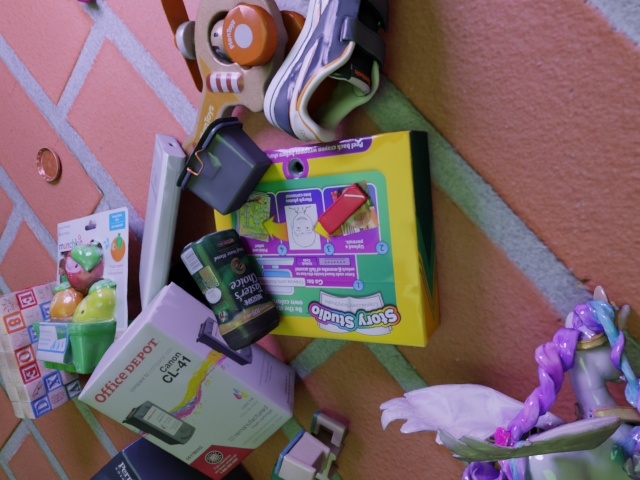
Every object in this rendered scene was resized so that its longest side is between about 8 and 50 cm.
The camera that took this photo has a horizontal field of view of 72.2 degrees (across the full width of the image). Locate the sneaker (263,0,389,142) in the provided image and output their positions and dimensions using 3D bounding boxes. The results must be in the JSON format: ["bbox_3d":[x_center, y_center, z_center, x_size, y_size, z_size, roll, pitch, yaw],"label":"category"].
[{"bbox_3d":[0.042,-0.288,0.622,0.127,0.126,0.321,38,109,37],"label":"sneaker"}]

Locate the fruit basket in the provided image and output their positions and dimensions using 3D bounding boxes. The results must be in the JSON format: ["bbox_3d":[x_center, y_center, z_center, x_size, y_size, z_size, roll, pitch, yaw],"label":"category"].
[{"bbox_3d":[-0.538,0.117,0.994,0.326,0.165,0.354,-6,89,36],"label":"fruit basket"}]

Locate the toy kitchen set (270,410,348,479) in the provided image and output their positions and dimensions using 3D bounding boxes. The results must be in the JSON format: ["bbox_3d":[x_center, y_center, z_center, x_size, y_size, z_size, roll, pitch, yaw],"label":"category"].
[{"bbox_3d":[-0.050,0.428,0.809,0.122,0.166,0.207,20,108,22],"label":"toy kitchen set"}]

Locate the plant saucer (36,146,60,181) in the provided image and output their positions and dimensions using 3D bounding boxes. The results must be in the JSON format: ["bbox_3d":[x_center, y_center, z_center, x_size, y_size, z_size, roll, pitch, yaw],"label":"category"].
[{"bbox_3d":[-0.672,-0.189,1.087,0.083,0.013,0.084,6,102,27],"label":"plant saucer"}]

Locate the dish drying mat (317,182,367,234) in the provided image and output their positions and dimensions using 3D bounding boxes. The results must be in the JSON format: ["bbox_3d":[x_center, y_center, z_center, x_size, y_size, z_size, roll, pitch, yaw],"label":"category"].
[{"bbox_3d":[0.031,-0.045,0.640,0.083,0.008,0.032,-44,82,27],"label":"dish drying mat"}]

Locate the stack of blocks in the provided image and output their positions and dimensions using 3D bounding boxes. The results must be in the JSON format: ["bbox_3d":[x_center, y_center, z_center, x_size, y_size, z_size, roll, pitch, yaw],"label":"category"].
[{"bbox_3d":[-0.700,0.265,1.103,0.087,0.171,0.298,-10,96,28],"label":"stack of blocks"}]

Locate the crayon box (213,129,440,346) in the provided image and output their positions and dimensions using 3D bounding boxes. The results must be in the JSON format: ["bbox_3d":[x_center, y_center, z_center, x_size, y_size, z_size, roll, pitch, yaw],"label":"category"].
[{"bbox_3d":[0.000,0.000,0.733,0.362,0.106,0.314,-1,101,28],"label":"crayon box"}]

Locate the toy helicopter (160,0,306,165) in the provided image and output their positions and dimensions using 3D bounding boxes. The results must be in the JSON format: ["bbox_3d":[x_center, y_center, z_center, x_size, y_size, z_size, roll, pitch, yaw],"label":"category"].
[{"bbox_3d":[-0.185,-0.272,0.762,0.234,0.140,0.355,36,124,11],"label":"toy helicopter"}]

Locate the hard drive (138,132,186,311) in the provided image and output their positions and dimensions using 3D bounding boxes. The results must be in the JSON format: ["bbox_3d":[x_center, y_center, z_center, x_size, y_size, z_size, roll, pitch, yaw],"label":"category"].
[{"bbox_3d":[-0.315,-0.037,0.859,0.203,0.040,0.308,45,125,57],"label":"hard drive"}]

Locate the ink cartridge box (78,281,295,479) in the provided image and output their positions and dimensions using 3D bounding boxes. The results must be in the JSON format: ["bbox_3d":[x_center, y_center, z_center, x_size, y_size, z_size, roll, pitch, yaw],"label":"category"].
[{"bbox_3d":[-0.229,0.263,0.801,0.306,0.131,0.226,39,107,-18],"label":"ink cartridge box"}]

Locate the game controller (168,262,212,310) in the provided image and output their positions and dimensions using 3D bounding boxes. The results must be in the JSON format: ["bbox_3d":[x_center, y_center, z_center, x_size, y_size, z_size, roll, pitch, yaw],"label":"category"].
[{"bbox_3d":[-0.316,0.203,0.956,0.166,0.067,0.319,39,114,15],"label":"game controller"}]

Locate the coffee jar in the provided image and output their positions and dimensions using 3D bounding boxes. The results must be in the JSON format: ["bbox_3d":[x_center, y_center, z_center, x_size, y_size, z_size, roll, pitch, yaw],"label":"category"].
[{"bbox_3d":[-0.142,0.078,0.708,0.079,0.096,0.185,-30,87,33],"label":"coffee jar"}]

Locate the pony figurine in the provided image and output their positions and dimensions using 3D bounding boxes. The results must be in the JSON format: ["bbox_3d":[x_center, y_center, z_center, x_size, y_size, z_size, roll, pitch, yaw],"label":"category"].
[{"bbox_3d":[0.286,0.263,0.535,0.350,0.303,0.364,-12,83,-13],"label":"pony figurine"}]

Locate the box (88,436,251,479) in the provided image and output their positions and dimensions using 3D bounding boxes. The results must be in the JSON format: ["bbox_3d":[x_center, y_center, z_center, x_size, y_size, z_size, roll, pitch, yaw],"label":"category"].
[{"bbox_3d":[-0.366,0.609,0.981,0.395,0.212,0.294,-45,79,26],"label":"box"}]

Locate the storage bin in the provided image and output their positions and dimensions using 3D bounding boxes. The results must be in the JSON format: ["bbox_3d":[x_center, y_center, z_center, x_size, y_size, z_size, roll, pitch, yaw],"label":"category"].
[{"bbox_3d":[-0.147,-0.108,0.679,0.091,0.098,0.135,41,117,5],"label":"storage bin"}]

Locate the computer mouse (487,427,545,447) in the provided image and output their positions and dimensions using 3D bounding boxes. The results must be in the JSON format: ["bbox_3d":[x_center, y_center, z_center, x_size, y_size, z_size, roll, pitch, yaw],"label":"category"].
[{"bbox_3d":[0.309,0.286,0.672,0.192,0.042,0.106,20,113,16],"label":"computer mouse"}]
